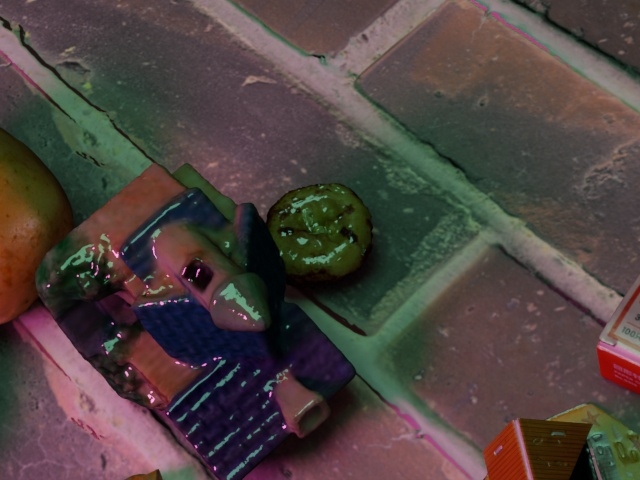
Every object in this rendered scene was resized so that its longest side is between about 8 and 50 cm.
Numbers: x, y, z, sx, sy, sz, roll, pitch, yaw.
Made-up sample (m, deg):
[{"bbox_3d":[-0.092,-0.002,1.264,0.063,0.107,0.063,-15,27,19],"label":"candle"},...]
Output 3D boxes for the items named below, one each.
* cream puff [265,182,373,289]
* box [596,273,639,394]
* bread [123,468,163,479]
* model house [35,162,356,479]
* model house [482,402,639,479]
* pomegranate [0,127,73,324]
[{"bbox_3d":[0.000,0.000,1.664,0.149,0.084,0.149,-6,62,11],"label":"cream puff"},{"bbox_3d":[0.411,0.117,1.457,0.182,0.099,0.133,27,69,28],"label":"box"},{"bbox_3d":[-0.234,0.315,1.555,0.110,0.060,0.066,-18,87,6],"label":"bread"},{"bbox_3d":[-0.123,0.110,1.499,0.245,0.312,0.280,-40,55,-13],"label":"model house"},{"bbox_3d":[0.254,0.254,1.398,0.207,0.136,0.219,-15,56,9],"label":"model house"},{"bbox_3d":[-0.467,-0.027,1.698,0.307,0.307,0.307,-8,57,12],"label":"pomegranate"}]
